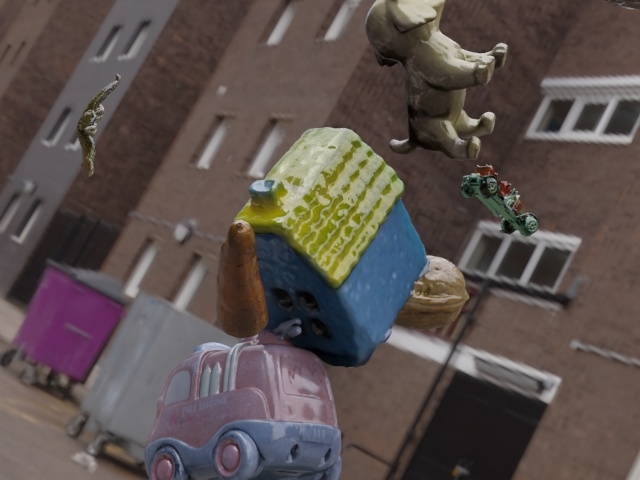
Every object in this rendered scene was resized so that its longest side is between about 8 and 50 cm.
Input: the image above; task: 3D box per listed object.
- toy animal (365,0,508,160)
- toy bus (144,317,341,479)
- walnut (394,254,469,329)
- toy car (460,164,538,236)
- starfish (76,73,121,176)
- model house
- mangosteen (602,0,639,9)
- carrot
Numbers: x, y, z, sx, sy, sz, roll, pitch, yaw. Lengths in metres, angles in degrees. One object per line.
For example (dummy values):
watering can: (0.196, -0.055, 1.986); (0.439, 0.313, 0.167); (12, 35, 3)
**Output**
toy animal: (0.149, -0.210, 1.342); (0.168, 0.121, 0.233); (5, -53, 24)
toy bus: (-0.112, 0.248, 1.522); (0.294, 0.232, 0.197); (-20, -26, 39)
walnut: (0.212, 0.107, 2.165); (0.184, 0.155, 0.155); (3, -11, 3)
toy car: (0.299, -0.063, 1.746); (0.143, 0.054, 0.073); (40, -16, -21)
starfish: (-0.408, -0.192, 1.886); (0.053, 0.208, 0.176); (15, -50, -8)
model house: (0.000, 0.000, 1.532); (0.215, 0.237, 0.303); (8, -45, 31)
mangosteen: (0.342, -0.394, 1.092); (0.330, 0.330, 0.330); (28, -8, 4)
carrot: (-0.088, 0.037, 1.157); (0.061, 0.061, 0.210); (27, -28, 13)
